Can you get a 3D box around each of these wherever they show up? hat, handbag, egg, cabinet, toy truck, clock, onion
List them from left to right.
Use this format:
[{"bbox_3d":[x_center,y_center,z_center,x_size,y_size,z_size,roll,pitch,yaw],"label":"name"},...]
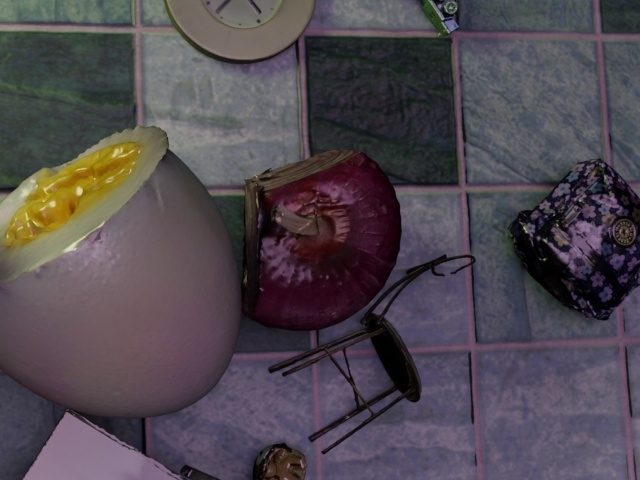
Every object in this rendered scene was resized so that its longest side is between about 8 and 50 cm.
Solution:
[{"bbox_3d":[-0.297,0.343,1.448,0.206,0.150,0.145,33,74,-6],"label":"cabinet"},{"bbox_3d":[-0.261,0.081,1.404,0.354,0.354,0.339,-38,117,-13],"label":"egg"},{"bbox_3d":[-0.123,-0.386,1.634,0.235,0.029,0.234,1,84,-13],"label":"clock"},{"bbox_3d":[-0.064,0.333,1.544,0.076,0.059,0.077,24,84,-24],"label":"hat"},{"bbox_3d":[0.001,0.000,1.513,0.231,0.272,0.256,-2,120,-16],"label":"onion"},{"bbox_3d":[0.143,-0.389,1.670,0.081,0.067,0.175,-36,95,-7],"label":"toy truck"},{"bbox_3d":[0.416,0.004,1.644,0.208,0.127,0.228,-45,102,-13],"label":"handbag"}]

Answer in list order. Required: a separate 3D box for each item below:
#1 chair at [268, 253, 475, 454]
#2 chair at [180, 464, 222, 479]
[{"bbox_3d":[0.099,0.160,1.548,0.326,0.160,0.170,-28,91,-12],"label":"chair"},{"bbox_3d":[-0.089,0.412,1.409,0.270,0.147,0.136,41,72,-49],"label":"chair"}]
